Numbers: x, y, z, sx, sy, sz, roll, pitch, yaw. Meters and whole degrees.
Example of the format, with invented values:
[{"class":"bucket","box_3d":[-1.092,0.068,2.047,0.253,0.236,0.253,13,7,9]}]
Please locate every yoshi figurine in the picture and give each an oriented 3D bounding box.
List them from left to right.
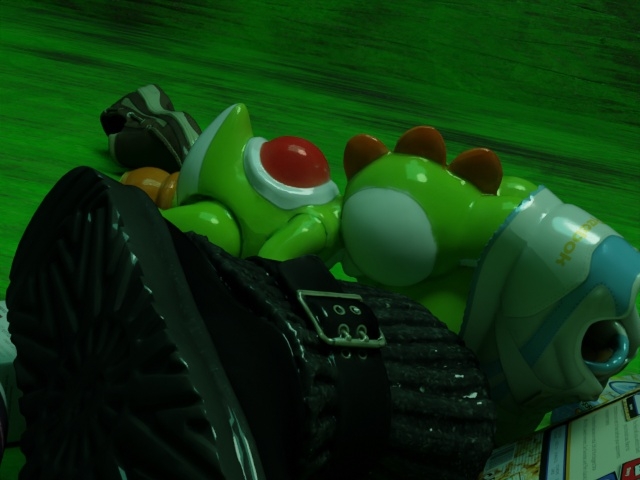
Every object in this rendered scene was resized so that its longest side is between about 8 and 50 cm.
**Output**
[{"class":"yoshi figurine","box_3d":[0.000,0.028,0.887,0.362,0.203,0.203,1,-28,16]}]

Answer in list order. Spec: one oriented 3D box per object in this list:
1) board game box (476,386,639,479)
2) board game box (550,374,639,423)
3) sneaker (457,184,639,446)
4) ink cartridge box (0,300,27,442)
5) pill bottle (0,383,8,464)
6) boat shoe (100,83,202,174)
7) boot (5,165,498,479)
[{"class":"board game box","box_3d":[0.172,0.124,0.594,0.193,0.045,0.147,-27,6,19]},{"class":"board game box","box_3d":[0.291,0.141,0.831,0.201,0.035,0.136,0,19,-33]},{"class":"sneaker","box_3d":[0.141,0.072,0.702,0.092,0.228,0.087,34,60,24]},{"class":"ink cartridge box","box_3d":[-0.166,0.077,0.721,0.135,0.056,0.099,-4,20,-39]},{"class":"pill bottle","box_3d":[-0.204,0.101,0.521,0.108,0.108,0.193,7,17,-12]},{"class":"boat shoe","box_3d":[-0.197,-0.106,1.309,0.095,0.095,0.257,-20,27,-15]},{"class":"boot","box_3d":[-0.011,0.114,0.572,0.260,0.131,0.348,27,28,-35]}]
